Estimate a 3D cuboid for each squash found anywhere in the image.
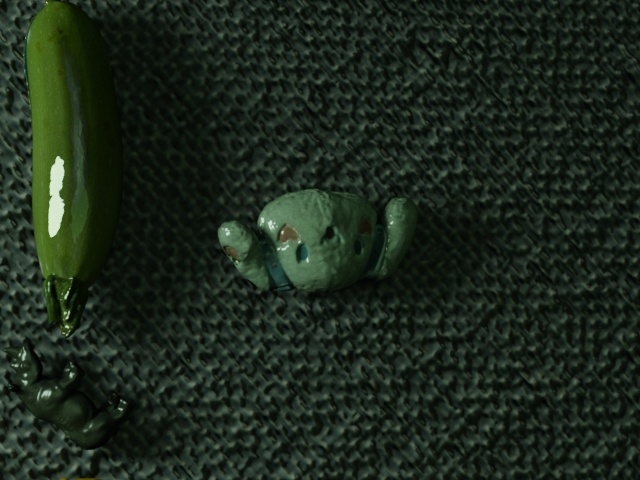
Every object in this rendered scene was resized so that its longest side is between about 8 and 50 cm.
[{"bbox_3d":[-0.236,-0.073,1.861,0.094,0.094,0.341,-1,76,-13],"label":"squash"}]

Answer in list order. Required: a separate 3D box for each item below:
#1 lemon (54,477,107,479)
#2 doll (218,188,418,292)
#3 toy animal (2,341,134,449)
[{"bbox_3d":[-0.209,0.282,1.781,0.155,0.114,0.114,37,73,1],"label":"lemon"},{"bbox_3d":[0.000,0.000,1.908,0.214,0.071,0.104,-5,94,-22],"label":"doll"},{"bbox_3d":[-0.250,0.145,1.834,0.135,0.047,0.065,38,82,-9],"label":"toy animal"}]
